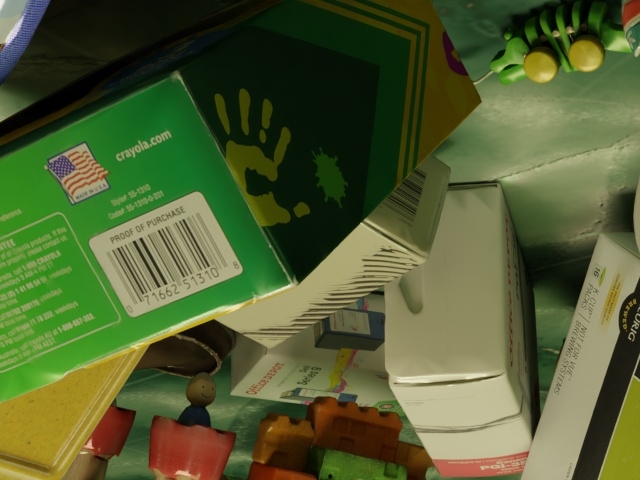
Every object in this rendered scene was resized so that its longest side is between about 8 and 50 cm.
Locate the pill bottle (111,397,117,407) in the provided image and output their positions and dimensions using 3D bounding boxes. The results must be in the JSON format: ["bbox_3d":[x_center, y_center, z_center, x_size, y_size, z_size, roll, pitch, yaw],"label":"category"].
[{"bbox_3d":[-0.414,0.171,2.114,0.204,0.204,0.361,-17,149,35],"label":"pill bottle"}]

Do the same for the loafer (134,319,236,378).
[{"bbox_3d":[-0.258,0.102,2.041,0.366,0.130,0.134,16,152,-29],"label":"loafer"}]

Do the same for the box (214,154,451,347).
[{"bbox_3d":[0.000,0.000,1.808,0.094,0.113,0.275,30,147,-20],"label":"box"}]

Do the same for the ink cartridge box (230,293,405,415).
[{"bbox_3d":[0.019,0.122,2.123,0.212,0.093,0.154,10,156,-15],"label":"ink cartridge box"}]

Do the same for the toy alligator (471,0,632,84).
[{"bbox_3d":[0.174,-0.158,1.549,0.189,0.056,0.051,-12,111,29],"label":"toy alligator"}]

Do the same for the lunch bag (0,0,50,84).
[{"bbox_3d":[-0.356,-0.206,1.233,0.328,0.239,0.385,12,164,-27],"label":"lunch bag"}]

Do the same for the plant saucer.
[{"bbox_3d":[-0.294,0.093,1.834,0.332,0.081,0.333,25,103,-43],"label":"plant saucer"}]

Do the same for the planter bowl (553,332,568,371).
[{"bbox_3d":[0.316,0.120,2.056,0.109,0.162,0.162,25,158,11],"label":"planter bowl"}]

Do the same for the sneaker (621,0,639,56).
[{"bbox_3d":[0.311,-0.168,1.483,0.161,0.075,0.057,1,156,1],"label":"sneaker"}]

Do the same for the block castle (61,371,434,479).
[{"bbox_3d":[-0.042,0.269,2.077,0.453,0.213,0.303,17,173,-32],"label":"block castle"}]

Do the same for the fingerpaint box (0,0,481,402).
[{"bbox_3d":[-0.156,-0.035,1.406,0.445,0.163,0.371,-22,-169,31],"label":"fingerpaint box"}]

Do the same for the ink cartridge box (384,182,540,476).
[{"bbox_3d":[0.146,0.095,1.917,0.117,0.207,0.283,-5,155,11],"label":"ink cartridge box"}]

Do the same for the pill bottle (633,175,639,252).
[{"bbox_3d":[0.440,-0.017,1.707,0.301,0.169,0.169,9,155,-17],"label":"pill bottle"}]

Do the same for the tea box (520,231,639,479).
[{"bbox_3d":[0.389,0.202,1.817,0.220,0.323,0.329,2,115,-31],"label":"tea box"}]
